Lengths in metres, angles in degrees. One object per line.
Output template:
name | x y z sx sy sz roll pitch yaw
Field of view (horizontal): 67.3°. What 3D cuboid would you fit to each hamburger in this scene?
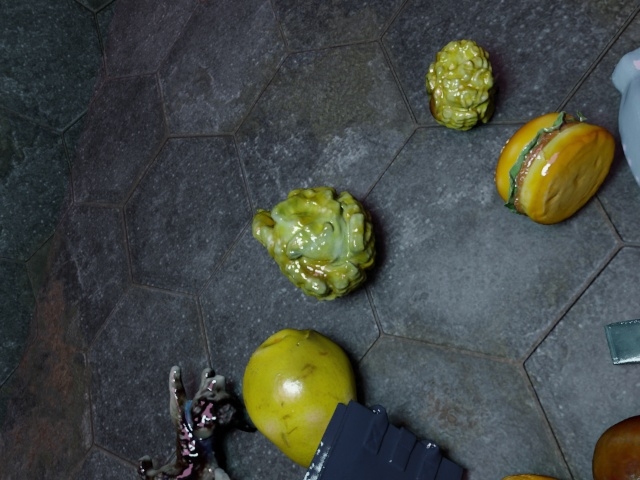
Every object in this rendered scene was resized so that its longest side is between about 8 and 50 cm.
hamburger | 0.474 -0.161 1.013 0.246 0.246 0.170 -50 44 10

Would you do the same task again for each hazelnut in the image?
hazelnut | 0.594 0.424 0.802 0.217 0.217 0.251 -44 80 14

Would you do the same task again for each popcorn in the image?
popcorn | -0.004 -0.007 1.235 0.279 0.274 0.335 -37 62 15
popcorn | 0.347 -0.376 1.180 0.169 0.189 0.218 -5 69 22

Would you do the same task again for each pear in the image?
pear | -0.040 0.385 1.184 0.285 0.285 0.336 -3 120 30

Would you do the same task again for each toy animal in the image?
toy animal | -0.314 0.544 1.332 0.302 0.194 0.344 15 88 38

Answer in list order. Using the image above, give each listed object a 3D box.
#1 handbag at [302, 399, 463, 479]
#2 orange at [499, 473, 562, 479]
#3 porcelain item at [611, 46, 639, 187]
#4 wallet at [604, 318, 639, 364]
handbag | 0.114 0.530 0.987 0.329 0.303 0.122 -61 8 -29
orange | 0.406 0.556 0.863 0.246 0.246 0.246 -8 73 29
porcelain item | 0.717 -0.191 0.910 0.242 0.178 0.405 -20 65 26
wallet | 0.634 0.195 0.937 0.129 0.026 0.088 -19 50 35
